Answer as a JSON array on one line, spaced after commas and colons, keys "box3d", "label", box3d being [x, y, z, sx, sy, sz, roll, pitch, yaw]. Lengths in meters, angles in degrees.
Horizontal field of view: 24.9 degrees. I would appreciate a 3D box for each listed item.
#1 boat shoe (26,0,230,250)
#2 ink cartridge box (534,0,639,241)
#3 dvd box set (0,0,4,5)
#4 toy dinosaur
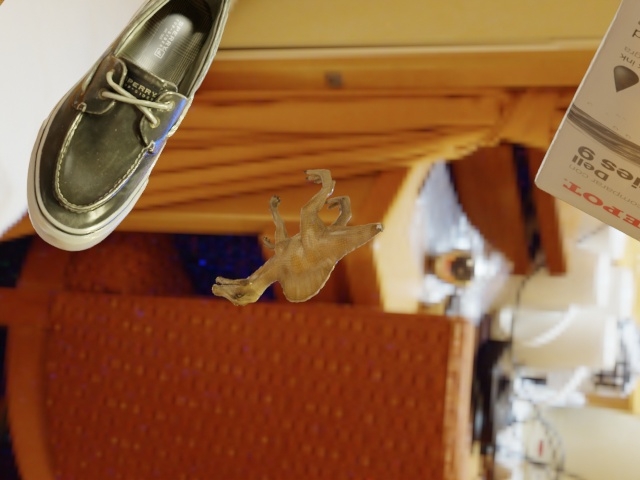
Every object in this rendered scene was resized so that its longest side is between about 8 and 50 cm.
[{"box3d": [-0.194, -0.148, 1.459, 0.119, 0.121, 0.335, -38, -154, 61], "label": "boat shoe"}, {"box3d": [0.276, -0.086, 0.911, 0.121, 0.211, 0.289, -58, 172, -20], "label": "ink cartridge box"}, {"box3d": [-0.357, -0.288, 1.124, 0.062, 0.420, 0.308, -28, 85, -46], "label": "dvd box set"}, {"box3d": [0.000, 0.000, 1.054, 0.053, 0.183, 0.093, 30, 52, -34], "label": "toy dinosaur"}]
